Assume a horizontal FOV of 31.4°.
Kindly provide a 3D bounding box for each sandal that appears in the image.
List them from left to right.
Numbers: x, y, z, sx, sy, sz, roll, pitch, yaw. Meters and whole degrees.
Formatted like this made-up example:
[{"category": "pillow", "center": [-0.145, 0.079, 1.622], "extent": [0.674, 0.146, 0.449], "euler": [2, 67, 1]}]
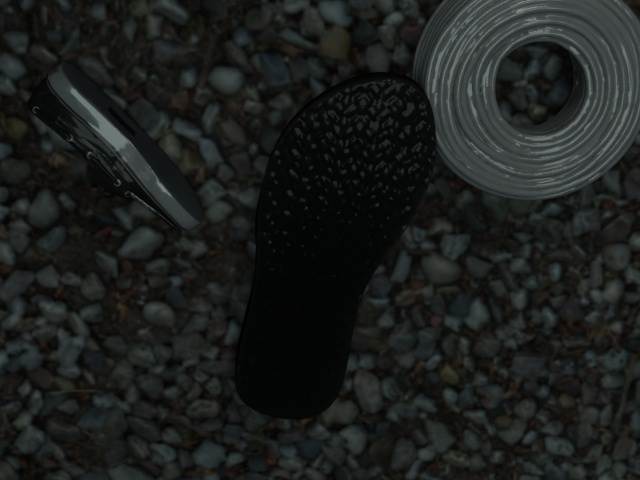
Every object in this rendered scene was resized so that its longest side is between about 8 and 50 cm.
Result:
[{"category": "sandal", "center": [-0.003, 0.001, 1.269], "extent": [0.167, 0.107, 0.446], "euler": [16, 120, -8]}]

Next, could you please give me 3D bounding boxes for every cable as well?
[{"category": "cable", "center": [0.225, -0.171, 1.219], "extent": [0.257, 0.089, 0.257], "euler": [21, 106, -10]}]

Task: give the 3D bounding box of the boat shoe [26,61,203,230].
[{"category": "boat shoe", "center": [-0.225, -0.086, 1.230], "extent": [0.076, 0.080, 0.228], "euler": [-39, 105, 16]}]
